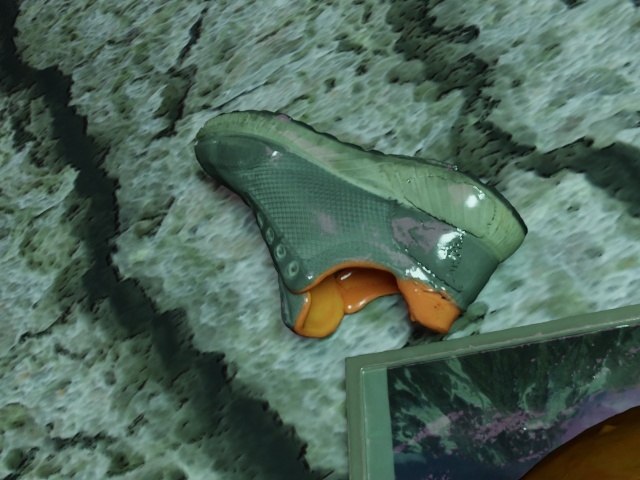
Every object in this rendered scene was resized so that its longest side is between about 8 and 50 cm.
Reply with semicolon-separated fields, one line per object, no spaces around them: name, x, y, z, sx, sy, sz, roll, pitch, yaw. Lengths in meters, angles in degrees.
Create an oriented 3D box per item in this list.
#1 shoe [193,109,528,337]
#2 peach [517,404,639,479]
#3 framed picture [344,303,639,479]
shoe;0.000;0.000;0.679;0.337;0.132;0.171;20;79;32
peach;0.190;0.233;0.288;0.302;0.342;0.342;-23;48;-18
framed picture;0.152;0.157;0.553;0.281;0.019;0.208;-15;54;17
